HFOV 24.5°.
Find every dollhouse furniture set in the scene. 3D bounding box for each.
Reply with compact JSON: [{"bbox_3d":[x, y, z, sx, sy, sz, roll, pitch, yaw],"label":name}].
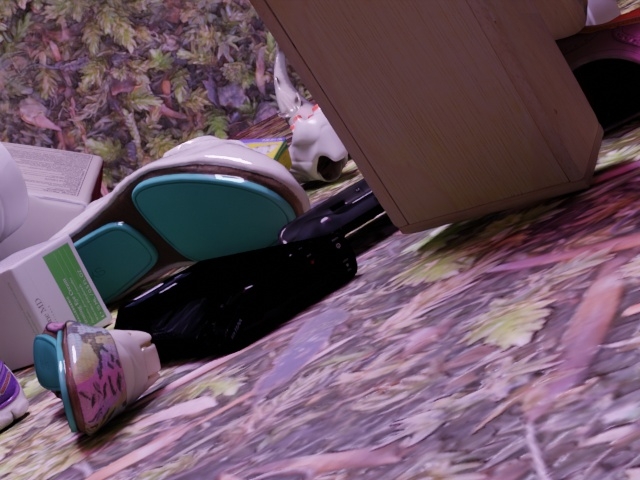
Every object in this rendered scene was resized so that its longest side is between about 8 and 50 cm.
[{"bbox_3d":[0.116,-0.237,1.138,0.362,0.256,0.394,-15,33,33],"label":"dollhouse furniture set"}]

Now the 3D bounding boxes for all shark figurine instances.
[{"bbox_3d":[0.004,-0.168,1.935,0.116,0.278,0.166,22,-71,-49],"label":"shark figurine"}]

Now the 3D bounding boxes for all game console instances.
[{"bbox_3d":[0.000,0.000,1.216,0.361,0.044,0.213,-32,12,-32],"label":"game console"}]

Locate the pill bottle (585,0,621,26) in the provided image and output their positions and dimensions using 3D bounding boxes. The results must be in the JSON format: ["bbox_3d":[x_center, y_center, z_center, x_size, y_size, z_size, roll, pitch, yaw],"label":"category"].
[{"bbox_3d":[0.159,-0.181,1.465,0.265,0.153,0.153,-26,8,-8],"label":"pill bottle"}]

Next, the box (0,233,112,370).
[{"bbox_3d":[-0.284,0.063,1.461,0.102,0.101,0.087,-18,12,43],"label":"box"}]

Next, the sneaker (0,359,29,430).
[{"bbox_3d":[-0.311,0.143,1.159,0.068,0.071,0.170,-18,12,43],"label":"sneaker"}]

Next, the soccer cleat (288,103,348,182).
[{"bbox_3d":[-0.006,-0.095,1.752,0.068,0.076,0.196,-31,-11,-12],"label":"soccer cleat"}]

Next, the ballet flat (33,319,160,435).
[{"bbox_3d":[-0.160,0.091,1.066,0.079,0.077,0.221,-8,3,-15],"label":"ballet flat"}]

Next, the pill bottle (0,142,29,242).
[{"bbox_3d":[-0.455,0.013,1.463,0.188,0.188,0.334,-17,18,46],"label":"pill bottle"}]

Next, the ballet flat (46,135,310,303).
[{"bbox_3d":[-0.146,-0.038,1.501,0.400,0.139,0.139,-21,9,45],"label":"ballet flat"}]

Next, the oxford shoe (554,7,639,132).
[{"bbox_3d":[0.197,-0.128,1.237,0.271,0.097,0.098,-17,18,46],"label":"oxford shoe"}]

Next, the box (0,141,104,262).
[{"bbox_3d":[-0.346,-0.026,1.753,0.149,0.126,0.232,8,16,-6],"label":"box"}]

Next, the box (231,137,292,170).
[{"bbox_3d":[-0.108,-0.055,1.664,0.105,0.043,0.179,-2,34,19],"label":"box"}]
